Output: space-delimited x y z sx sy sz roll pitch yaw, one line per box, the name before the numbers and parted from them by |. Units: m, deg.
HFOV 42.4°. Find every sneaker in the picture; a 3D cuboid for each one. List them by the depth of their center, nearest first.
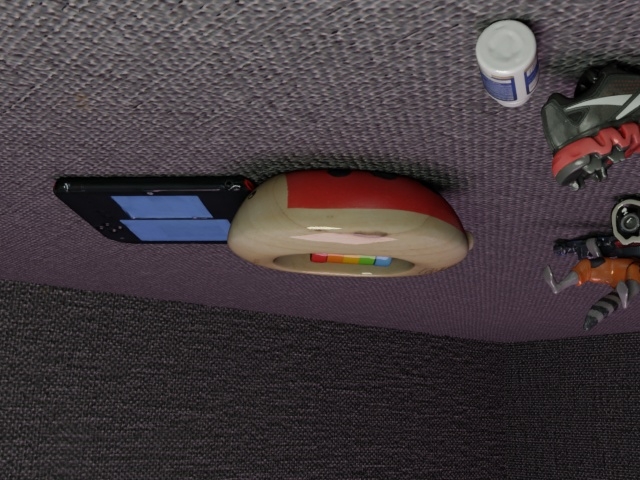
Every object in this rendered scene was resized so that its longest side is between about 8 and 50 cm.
sneaker | 0.394 -0.167 1.023 0.276 0.135 0.097 -20 164 -10

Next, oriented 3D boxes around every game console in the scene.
game console | -0.297 -0.056 1.678 0.387 0.060 0.342 0 167 7

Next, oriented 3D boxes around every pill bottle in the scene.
pill bottle | 0.220 -0.200 0.960 0.067 0.067 0.120 -2 166 16

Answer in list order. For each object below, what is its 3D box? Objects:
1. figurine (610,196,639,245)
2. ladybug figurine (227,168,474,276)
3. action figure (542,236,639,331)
figurine | 0.698 -0.040 1.596 0.215 0.092 0.209 -8 172 34
ladybug figurine | 0.058 -0.031 1.507 0.449 0.161 0.305 4 166 -8
action figure | 0.639 0.075 1.816 0.330 0.178 0.341 -13 -178 -35
